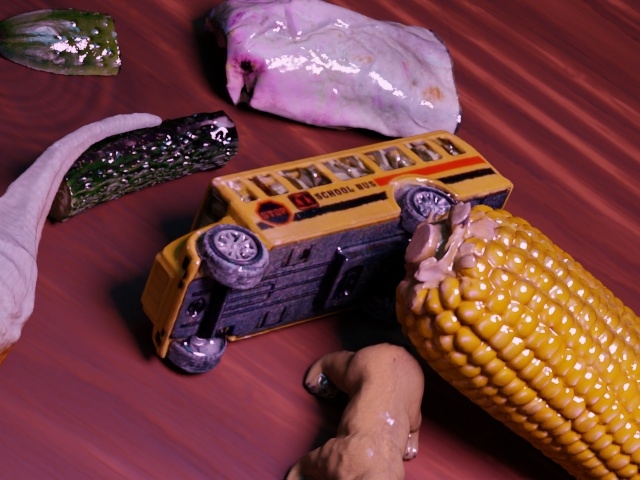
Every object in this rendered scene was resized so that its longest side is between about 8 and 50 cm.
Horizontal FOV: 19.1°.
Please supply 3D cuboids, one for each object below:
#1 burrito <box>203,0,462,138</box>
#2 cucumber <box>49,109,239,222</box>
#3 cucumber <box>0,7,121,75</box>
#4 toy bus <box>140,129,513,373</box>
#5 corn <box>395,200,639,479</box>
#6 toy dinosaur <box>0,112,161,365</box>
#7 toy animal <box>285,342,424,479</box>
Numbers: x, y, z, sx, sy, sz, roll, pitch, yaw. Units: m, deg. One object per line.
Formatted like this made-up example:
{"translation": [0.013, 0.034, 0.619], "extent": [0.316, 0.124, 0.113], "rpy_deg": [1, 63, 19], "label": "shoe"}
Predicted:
{"translation": [0.013, -0.162, 1.718], "extent": [0.229, 0.089, 0.144], "rpy_deg": [10, 46, -25], "label": "burrito"}
{"translation": [-0.148, -0.067, 1.560], "extent": [0.187, 0.058, 0.058], "rpy_deg": [-21, 65, -41], "label": "cucumber"}
{"translation": [-0.226, -0.175, 1.626], "extent": [0.107, 0.035, 0.067], "rpy_deg": [-1, 55, -29], "label": "cucumber"}
{"translation": [0.000, 0.000, 1.543], "extent": [0.335, 0.121, 0.123], "rpy_deg": [-13, 51, -38], "label": "toy bus"}
{"translation": [0.212, 0.116, 1.510], "extent": [0.387, 0.144, 0.144], "rpy_deg": [42, 40, -21], "label": "corn"}
{"translation": [-0.246, -0.008, 1.381], "extent": [0.393, 0.092, 0.205], "rpy_deg": [-45, 124, -54], "label": "toy dinosaur"}
{"translation": [0.039, 0.158, 1.436], "extent": [0.103, 0.101, 0.218], "rpy_deg": [25, 44, -10], "label": "toy animal"}
